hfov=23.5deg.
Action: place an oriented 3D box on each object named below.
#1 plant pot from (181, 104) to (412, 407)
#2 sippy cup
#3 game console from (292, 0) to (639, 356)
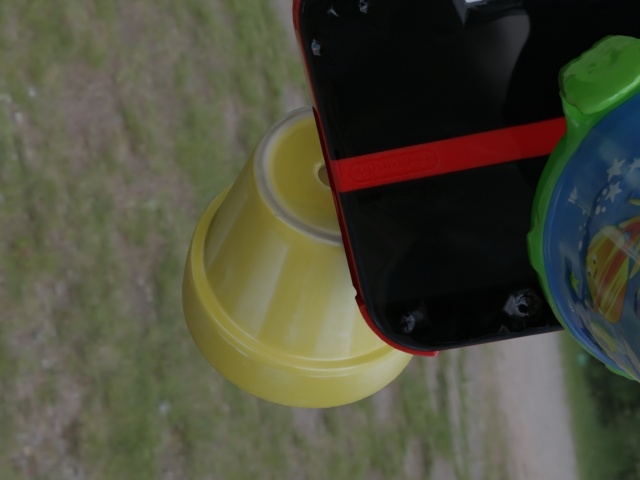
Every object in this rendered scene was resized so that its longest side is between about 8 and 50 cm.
[{"bbox_3d":[0.000,0.000,1.499,0.239,0.254,0.254,105,-14,-55],"label":"plant pot"},{"bbox_3d":[0.269,0.019,0.980,0.224,0.306,0.240,-104,-148,-72],"label":"sippy cup"},{"bbox_3d":[0.194,-0.084,1.280,0.060,0.387,0.342,-79,157,-72],"label":"game console"}]
